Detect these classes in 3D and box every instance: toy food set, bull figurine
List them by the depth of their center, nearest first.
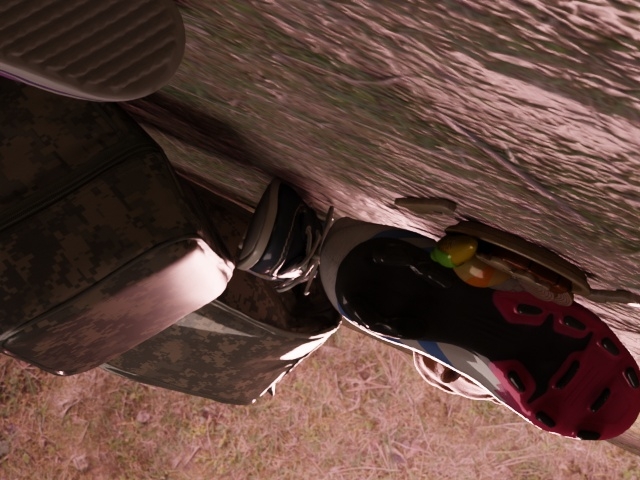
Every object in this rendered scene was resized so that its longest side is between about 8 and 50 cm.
[{"bbox_3d":[0.149,0.024,1.349,0.192,0.038,0.132,25,175,-13],"label":"toy food set"},{"bbox_3d":[0.196,0.131,1.888,0.188,0.101,0.310,23,175,-10],"label":"bull figurine"}]

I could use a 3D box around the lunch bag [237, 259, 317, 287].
[{"bbox_3d":[-0.046,0.025,1.888,0.083,0.053,0.071,21,178,-4],"label":"lunch bag"}]

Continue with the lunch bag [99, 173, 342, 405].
[{"bbox_3d":[-0.138,0.072,2.045,0.287,0.169,0.235,27,142,-16],"label":"lunch bag"}]

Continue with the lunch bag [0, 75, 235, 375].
[{"bbox_3d":[-0.229,-0.038,1.533,0.256,0.213,0.305,62,-179,11],"label":"lunch bag"}]

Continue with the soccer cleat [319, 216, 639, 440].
[{"bbox_3d":[0.145,0.067,1.549,0.331,0.116,0.143,28,-170,-19],"label":"soccer cleat"}]

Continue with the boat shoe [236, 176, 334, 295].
[{"bbox_3d":[-0.032,0.000,1.636,0.079,0.095,0.254,26,176,-2],"label":"boat shoe"}]

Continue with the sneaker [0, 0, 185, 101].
[{"bbox_3d":[-0.229,-0.153,0.972,0.282,0.102,0.161,27,177,-30],"label":"sneaker"}]

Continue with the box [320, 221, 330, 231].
[{"bbox_3d":[0.000,0.000,1.863,0.094,0.027,0.137,26,175,-2],"label":"box"}]
